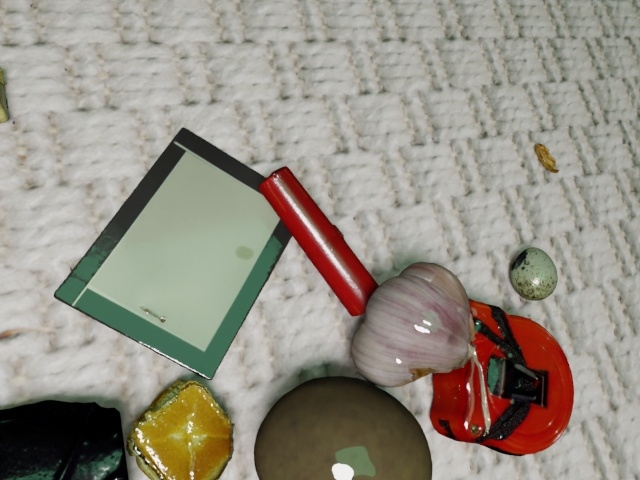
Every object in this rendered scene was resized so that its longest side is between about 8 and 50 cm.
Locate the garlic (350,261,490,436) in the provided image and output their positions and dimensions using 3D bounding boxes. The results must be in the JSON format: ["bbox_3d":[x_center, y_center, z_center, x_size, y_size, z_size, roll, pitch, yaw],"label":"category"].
[{"bbox_3d":[0.170,0.172,0.725,0.207,0.207,0.256,-35,88,-24],"label":"garlic"}]

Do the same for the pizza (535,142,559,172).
[{"bbox_3d":[0.516,-0.188,1.036,0.037,0.016,0.083,-28,82,-22],"label":"pizza"}]

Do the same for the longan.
[{"bbox_3d":[0.026,0.308,0.624,0.249,0.248,0.247,5,74,-17],"label":"longan"}]

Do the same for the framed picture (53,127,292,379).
[{"bbox_3d":[-0.204,0.009,0.738,0.265,0.016,0.346,31,67,-9],"label":"framed picture"}]

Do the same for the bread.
[{"bbox_3d":[-0.186,0.273,0.626,0.140,0.069,0.128,53,53,-9],"label":"bread"}]

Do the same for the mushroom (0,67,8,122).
[{"bbox_3d":[-0.615,-0.193,0.624,0.313,0.081,0.099,-11,82,-25],"label":"mushroom"}]

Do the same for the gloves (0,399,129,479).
[{"bbox_3d":[-0.385,0.283,0.541,0.301,0.152,0.197,-18,56,-9],"label":"gloves"}]

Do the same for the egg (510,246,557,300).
[{"bbox_3d":[0.420,0.065,0.894,0.085,0.085,0.110,13,68,-15],"label":"egg"}]

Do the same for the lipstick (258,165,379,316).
[{"bbox_3d":[0.000,0.000,0.768,0.073,0.073,0.279,-39,95,-24],"label":"lipstick"}]

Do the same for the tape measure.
[{"bbox_3d":[0.317,0.237,0.796,0.261,0.114,0.252,14,72,-15],"label":"tape measure"}]
